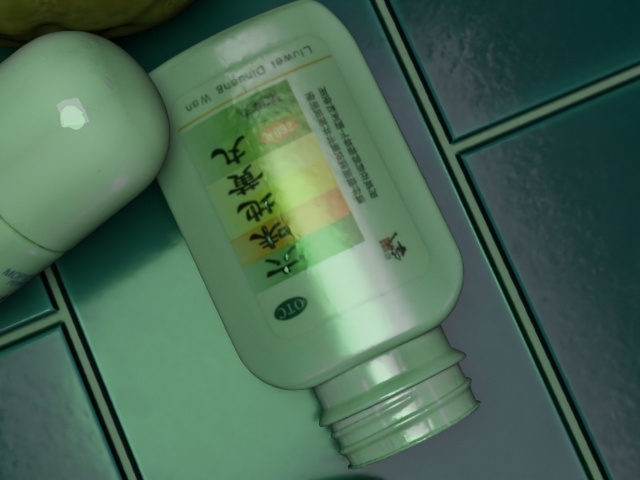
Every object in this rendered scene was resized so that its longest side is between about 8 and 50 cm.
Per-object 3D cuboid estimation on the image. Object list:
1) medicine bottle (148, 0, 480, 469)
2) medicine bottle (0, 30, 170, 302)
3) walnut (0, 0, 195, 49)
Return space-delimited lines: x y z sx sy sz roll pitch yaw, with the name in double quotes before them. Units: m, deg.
"medicine bottle" 0.000 0.000 0.776 0.179 0.124 0.324 -25 85 2
"medicine bottle" -0.253 -0.012 0.721 0.341 0.130 0.130 -35 85 9
"walnut" -0.224 -0.287 0.727 0.343 0.306 0.306 -5 82 -10
